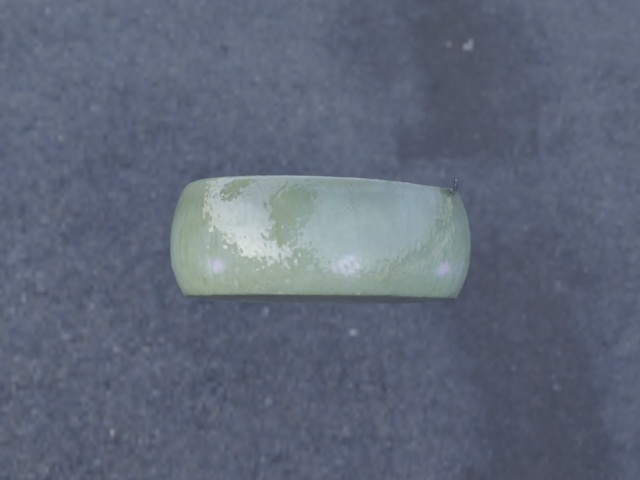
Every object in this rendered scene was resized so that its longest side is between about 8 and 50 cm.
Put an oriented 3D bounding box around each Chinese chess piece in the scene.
[{"bbox_3d":[0.000,0.000,0.747,0.144,0.058,0.144,1,-4,0],"label":"Chinese chess piece"}]
